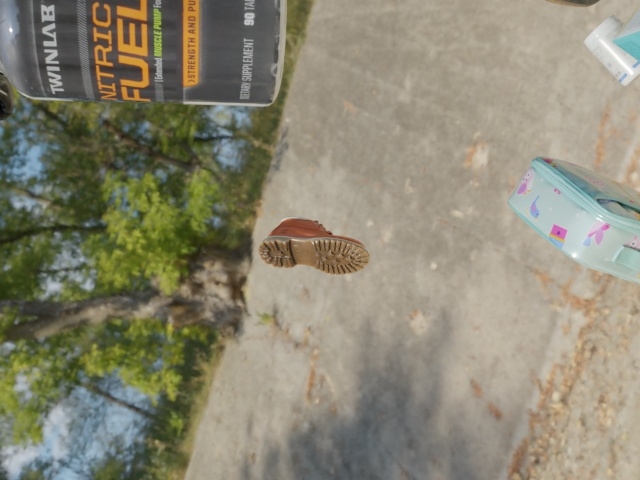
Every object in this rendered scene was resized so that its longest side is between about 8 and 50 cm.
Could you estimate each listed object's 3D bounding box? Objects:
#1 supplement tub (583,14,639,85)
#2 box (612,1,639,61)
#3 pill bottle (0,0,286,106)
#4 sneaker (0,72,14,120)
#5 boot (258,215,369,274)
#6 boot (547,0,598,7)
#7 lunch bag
[{"bbox_3d":[0.514,-0.325,1.391,0.071,0.107,0.071,-38,-8,-7],"label":"supplement tub"},{"bbox_3d":[0.461,-0.288,1.007,0.101,0.060,0.244,-55,6,4],"label":"box"},{"bbox_3d":[-0.153,-0.167,0.603,0.130,0.245,0.131,180,90,-81],"label":"pill bottle"},{"bbox_3d":[-0.599,-0.242,1.315,0.078,0.234,0.106,-32,72,36],"label":"sneaker"},{"bbox_3d":[0.000,0.000,1.144,0.085,0.157,0.059,-58,-30,-50],"label":"boot"},{"bbox_3d":[0.291,-0.432,1.265,0.115,0.305,0.112,124,165,-76],"label":"boot"},{"bbox_3d":[0.440,-0.020,1.206,0.108,0.279,0.224,-65,30,19],"label":"lunch bag"}]
